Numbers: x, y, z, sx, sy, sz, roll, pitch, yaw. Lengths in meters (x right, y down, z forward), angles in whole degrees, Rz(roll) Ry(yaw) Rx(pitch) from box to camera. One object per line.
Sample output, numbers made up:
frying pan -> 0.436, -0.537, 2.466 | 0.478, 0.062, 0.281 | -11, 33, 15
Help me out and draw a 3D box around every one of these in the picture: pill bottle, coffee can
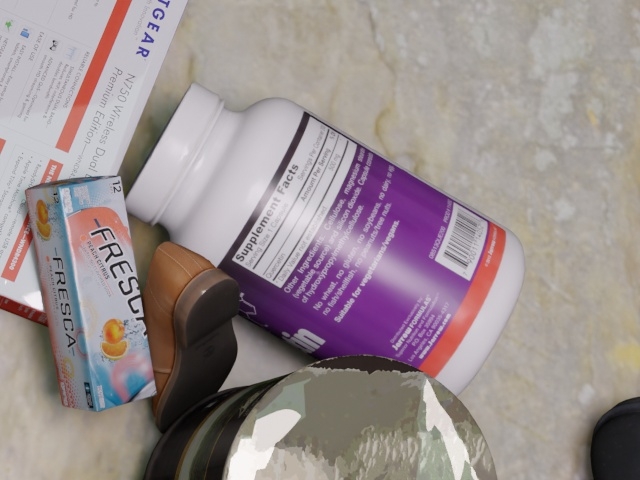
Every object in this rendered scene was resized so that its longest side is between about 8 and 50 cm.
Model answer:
pill bottle -> 0.000, 0.000, 1.283 | 0.323, 0.181, 0.181 | 30, 74, -8
coffee can -> -0.011, 0.200, 1.140 | 0.201, 0.275, 0.202 | 3, 79, -18

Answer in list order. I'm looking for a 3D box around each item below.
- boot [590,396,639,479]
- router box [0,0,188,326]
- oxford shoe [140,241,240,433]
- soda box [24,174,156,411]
boot -> 0.249, 0.358, 1.190 | 0.445, 0.146, 0.367 | -25, 87, -52
router box -> -0.303, -0.135, 1.275 | 0.301, 0.082, 0.335 | 24, 75, -10
oxford shoe -> -0.116, 0.079, 1.245 | 0.076, 0.212, 0.076 | -30, 60, -35
soda box -> -0.183, 0.041, 1.205 | 0.058, 0.063, 0.183 | -14, 98, -37
